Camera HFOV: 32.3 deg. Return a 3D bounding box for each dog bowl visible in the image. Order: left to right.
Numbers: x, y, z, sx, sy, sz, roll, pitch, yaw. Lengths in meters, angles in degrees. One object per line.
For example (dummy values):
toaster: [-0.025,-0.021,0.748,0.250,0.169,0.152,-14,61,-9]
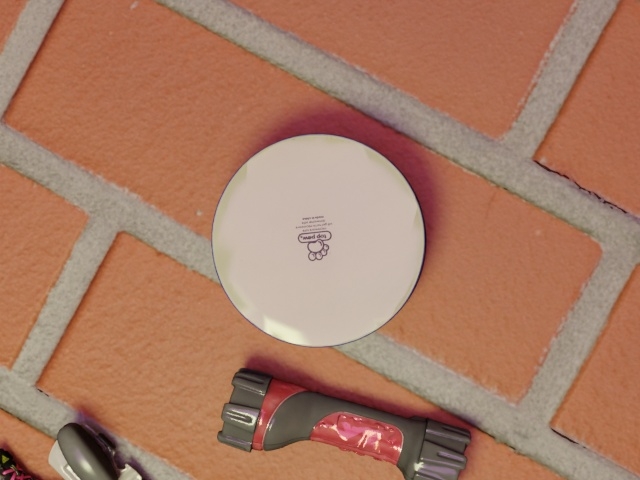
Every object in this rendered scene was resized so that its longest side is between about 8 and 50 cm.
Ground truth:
dog bowl: [0.000,0.000,1.374,0.265,0.104,0.264,0,90,5]

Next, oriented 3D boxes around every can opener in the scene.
can opener: [-0.240,0.347,1.405,0.280,0.093,0.074,45,95,-2]

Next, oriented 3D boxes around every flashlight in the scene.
flashlight: [0.029,0.244,1.372,0.304,0.103,0.103,16,90,5]

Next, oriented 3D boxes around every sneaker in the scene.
sneaker: [-0.405,0.310,1.426,0.171,0.063,0.074,8,97,9]
